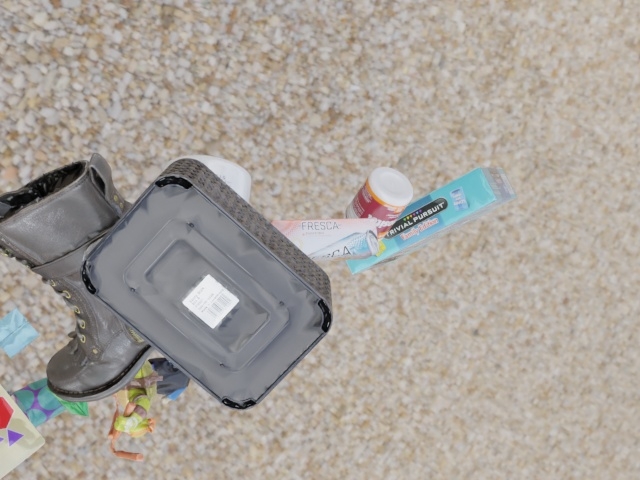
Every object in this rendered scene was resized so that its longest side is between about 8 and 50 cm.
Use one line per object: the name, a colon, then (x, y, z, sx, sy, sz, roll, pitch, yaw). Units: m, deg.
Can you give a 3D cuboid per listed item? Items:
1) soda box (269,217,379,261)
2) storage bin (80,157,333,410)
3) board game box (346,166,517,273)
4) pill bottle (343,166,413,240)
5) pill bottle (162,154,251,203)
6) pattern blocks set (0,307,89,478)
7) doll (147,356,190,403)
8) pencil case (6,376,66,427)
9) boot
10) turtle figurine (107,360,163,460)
soda box: (0.000, 0.000, 1.435, 0.183, 0.058, 0.063, -2, 79, -21)
storage bin: (-0.088, 0.034, 0.724, 0.180, 0.084, 0.122, 42, 100, -9)
board game box: (0.232, -0.045, 1.882, 0.336, 0.079, 0.253, -28, 173, 21)
pill bottle: (0.094, -0.052, 1.565, 0.086, 0.086, 0.152, -14, 150, -38)
pill bottle: (-0.174, 0.006, 1.258, 0.131, 0.131, 0.229, 26, 62, -47)
pattern blocks set: (-0.441, 0.244, 1.042, 0.324, 0.026, 0.285, -30, 86, -20)
doll: (-0.287, 0.234, 1.565, 0.188, 0.046, 0.129, -1, 118, -15)
pencil case: (-0.370, 0.208, 1.280, 0.151, 0.070, 0.065, -31, 124, -25)
boot: (-0.234, 0.037, 0.843, 0.263, 0.091, 0.229, -30, 128, 23)
turtle figurine: (-0.266, 0.191, 1.246, 0.087, 0.269, 0.217, -8, 97, -16)
